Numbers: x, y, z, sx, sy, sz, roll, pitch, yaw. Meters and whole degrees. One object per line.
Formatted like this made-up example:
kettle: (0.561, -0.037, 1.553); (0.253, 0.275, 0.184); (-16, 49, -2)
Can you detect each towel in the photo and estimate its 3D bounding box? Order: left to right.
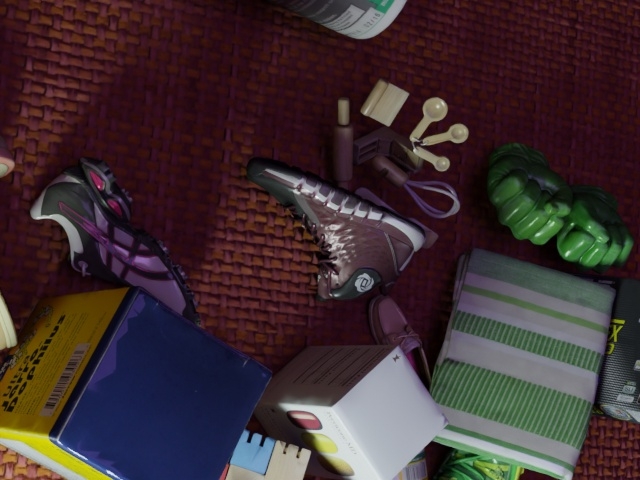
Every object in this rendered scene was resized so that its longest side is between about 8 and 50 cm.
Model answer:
towel: (0.296, 0.179, 1.996); (0.248, 0.038, 0.325); (17, 60, 2)

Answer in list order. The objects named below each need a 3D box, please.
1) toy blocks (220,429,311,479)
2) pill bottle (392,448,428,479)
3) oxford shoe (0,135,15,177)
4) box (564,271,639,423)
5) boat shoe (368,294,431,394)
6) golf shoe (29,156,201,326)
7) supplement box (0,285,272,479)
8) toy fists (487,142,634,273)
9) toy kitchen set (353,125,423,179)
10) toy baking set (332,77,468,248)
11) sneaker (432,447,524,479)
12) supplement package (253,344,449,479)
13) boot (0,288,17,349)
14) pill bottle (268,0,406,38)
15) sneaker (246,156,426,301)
toy blocks: (-0.095, 0.371, 1.754); (0.381, 0.191, 0.261); (19, 74, -2)
pill bottle: (0.103, 0.393, 1.916); (0.118, 0.117, 0.208); (-7, 89, -30)
oxford shoe: (-0.550, -0.163, 1.588); (0.397, 0.140, 0.146); (15, 61, -36)
box: (0.456, 0.163, 2.047); (0.060, 0.270, 0.216); (41, 68, -37)
boat shoe: (0.126, 0.158, 1.982); (0.063, 0.059, 0.170); (-28, 99, -28)
golf shoe: (-0.265, 0.022, 1.764); (0.120, 0.105, 0.273); (-38, 99, -10)
supplement box: (-0.250, 0.190, 1.595); (0.194, 0.356, 0.195); (35, 70, -23)
toy fists: (0.378, -0.044, 2.093); (0.279, 0.096, 0.142); (27, 47, -26)
toy kitchen set: (0.098, -0.113, 1.985); (0.075, 0.083, 0.068); (-28, 141, -35)
toy baking set: (0.112, -0.108, 1.944); (0.197, 0.030, 0.256); (6, 112, 2)
sneaker: (0.234, 0.343, 1.999); (0.123, 0.109, 0.295); (1, 84, -30)
supplement package: (0.032, 0.233, 1.816); (0.134, 0.244, 0.139); (-40, 104, -26)
boot: (-0.501, 0.066, 1.615); (0.203, 0.095, 0.262); (-32, 125, -13)
pill bottle: (-0.053, -0.433, 1.850); (0.361, 0.204, 0.204); (19, 77, -27)
sneaker: (0.000, 0.000, 1.905); (0.281, 0.106, 0.162); (24, 95, -11)
